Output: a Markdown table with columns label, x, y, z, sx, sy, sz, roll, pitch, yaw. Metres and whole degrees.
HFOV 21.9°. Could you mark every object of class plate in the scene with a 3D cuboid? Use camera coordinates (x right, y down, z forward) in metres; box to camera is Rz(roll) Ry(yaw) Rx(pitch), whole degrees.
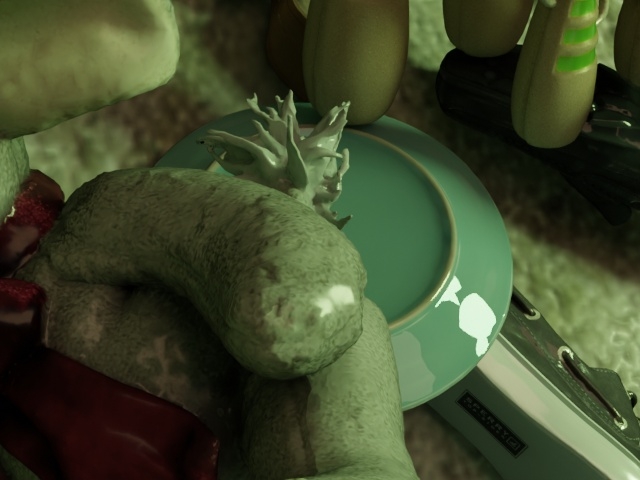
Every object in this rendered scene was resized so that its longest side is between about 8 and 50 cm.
| label | x | y | z | sx | sy | sz | roll | pitch | yaw |
| --- | --- | --- | --- | --- | --- | --- | --- | --- | --- |
| plate | 0.000 | 0.000 | 0.780 | 0.188 | 0.024 | 0.188 | 3 | 54 | -4 |

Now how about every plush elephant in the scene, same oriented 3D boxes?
| label | x | y | z | sx | sy | sz | roll | pitch | yaw |
| --- | --- | --- | --- | --- | --- | --- | --- | --- | --- |
| plush elephant | -0.118 | 0.033 | 0.603 | 0.255 | 0.272 | 0.330 | 20 | 49 | -18 |

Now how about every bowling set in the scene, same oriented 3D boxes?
| label | x | y | z | sx | sy | sz | roll | pitch | yaw |
| --- | --- | --- | --- | --- | --- | --- | --- | --- | --- |
| bowling set | 0.143 | -0.141 | 0.816 | 0.200 | 0.154 | 0.287 | 25 | 39 | 26 |

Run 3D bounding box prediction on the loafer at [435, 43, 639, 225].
| label | x | y | z | sx | sy | sz | roll | pitch | yaw |
| --- | --- | --- | --- | --- | --- | --- | --- | --- | --- |
| loafer | 0.165 | -0.043 | 0.901 | 0.223 | 0.078 | 0.076 | 19 | 37 | -1 |

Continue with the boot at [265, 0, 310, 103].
| label | x | y | z | sx | sy | sz | roll | pitch | yaw |
| --- | --- | --- | --- | --- | --- | --- | --- | --- | --- |
| boot | 0.002 | -0.128 | 0.878 | 0.087 | 0.042 | 0.118 | -38 | 96 | -44 |

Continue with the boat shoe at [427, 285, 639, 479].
| label | x | y | z | sx | sy | sz | roll | pitch | yaw |
| --- | --- | --- | --- | --- | --- | --- | --- | --- | --- |
| boat shoe | 0.119 | 0.086 | 0.819 | 0.228 | 0.080 | 0.076 | 43 | 56 | 6 |
